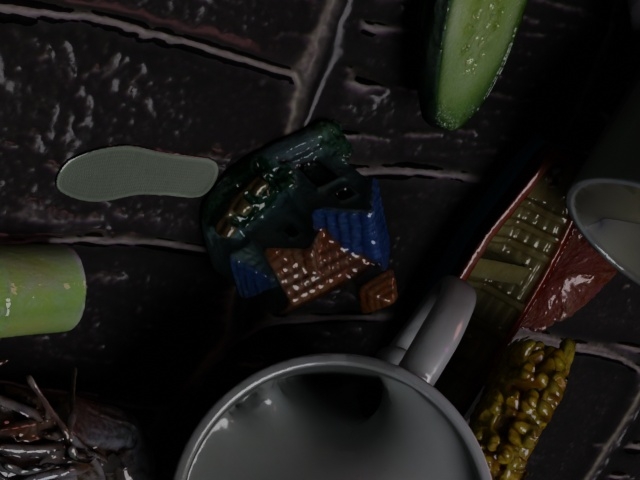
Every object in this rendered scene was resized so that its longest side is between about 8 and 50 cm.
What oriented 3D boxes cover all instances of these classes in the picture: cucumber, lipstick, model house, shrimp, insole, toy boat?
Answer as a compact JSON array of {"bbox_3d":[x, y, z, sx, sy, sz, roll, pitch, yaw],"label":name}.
[{"bbox_3d":[0.117,-0.202,1.456,0.115,0.063,0.244,-18,133,-41],"label":"cucumber"},{"bbox_3d":[-0.314,0.042,1.280,0.304,0.076,0.076,-1,123,-40],"label":"lipstick"},{"bbox_3d":[0.000,0.000,1.459,0.148,0.148,0.119,-28,136,-23],"label":"model house"},{"bbox_3d":[-0.260,0.145,1.376,0.343,0.116,0.145,31,102,-39],"label":"shrimp"},{"bbox_3d":[-0.143,-0.051,1.405,0.152,0.002,0.053,3,120,-42],"label":"insole"},{"bbox_3d":[0.135,0.075,1.691,0.136,0.079,0.392,12,113,-49],"label":"toy boat"}]

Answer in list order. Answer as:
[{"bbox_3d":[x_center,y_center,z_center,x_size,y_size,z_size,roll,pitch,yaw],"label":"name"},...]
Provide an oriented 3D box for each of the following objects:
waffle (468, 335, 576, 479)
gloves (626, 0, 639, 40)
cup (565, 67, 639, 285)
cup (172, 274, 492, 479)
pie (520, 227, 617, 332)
[{"bbox_3d":[0.166,0.183,1.650,0.197,0.070,0.193,-58,172,-48],"label":"waffle"},{"bbox_3d":[0.291,-0.293,1.514,0.142,0.119,0.285,-2,134,-2],"label":"gloves"},{"bbox_3d":[0.386,-0.107,1.625,0.237,0.323,0.327,36,73,-10],"label":"cup"},{"bbox_3d":[0.024,0.188,1.523,0.357,0.259,0.274,-59,-178,-9],"label":"cup"},{"bbox_3d":[0.239,0.030,1.774,0.153,0.038,0.154,-21,134,-24],"label":"pie"}]
